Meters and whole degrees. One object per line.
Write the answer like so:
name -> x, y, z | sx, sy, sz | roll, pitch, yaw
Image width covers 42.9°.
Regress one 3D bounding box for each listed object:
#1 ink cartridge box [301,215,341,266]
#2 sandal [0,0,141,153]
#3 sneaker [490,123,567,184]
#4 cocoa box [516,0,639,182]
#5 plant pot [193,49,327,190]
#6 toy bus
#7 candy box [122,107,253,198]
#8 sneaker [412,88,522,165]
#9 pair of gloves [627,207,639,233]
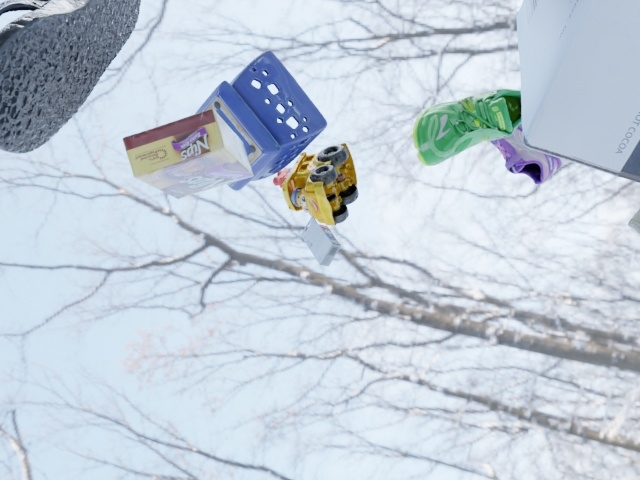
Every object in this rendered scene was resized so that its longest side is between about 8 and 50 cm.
ink cartridge box -> 0.000, 0.000, 1.876 | 0.029, 0.115, 0.063 | 12, -60, -36
sandal -> -0.354, -0.252, 1.052 | 0.446, 0.107, 0.168 | -73, -6, -54
sneaker -> 0.446, -0.210, 1.863 | 0.104, 0.236, 0.095 | -58, -1, -18
cocoa box -> 0.287, -0.212, 0.468 | 0.231, 0.228, 0.347 | -72, 0, -54
plant pot -> -0.165, -0.266, 1.913 | 0.236, 0.236, 0.212 | 51, -135, -2
toy bus -> -0.027, -0.139, 2.082 | 0.220, 0.211, 0.149 | -65, -34, -51
candy box -> -0.154, -0.100, 0.984 | 0.187, 0.109, 0.053 | 50, -157, -82
sneaker -> 0.295, -0.232, 1.553 | 0.295, 0.123, 0.109 | -28, -80, -28
pair of gloves -> 0.758, -0.038, 1.613 | 0.240, 0.204, 0.042 | -34, -27, -18
